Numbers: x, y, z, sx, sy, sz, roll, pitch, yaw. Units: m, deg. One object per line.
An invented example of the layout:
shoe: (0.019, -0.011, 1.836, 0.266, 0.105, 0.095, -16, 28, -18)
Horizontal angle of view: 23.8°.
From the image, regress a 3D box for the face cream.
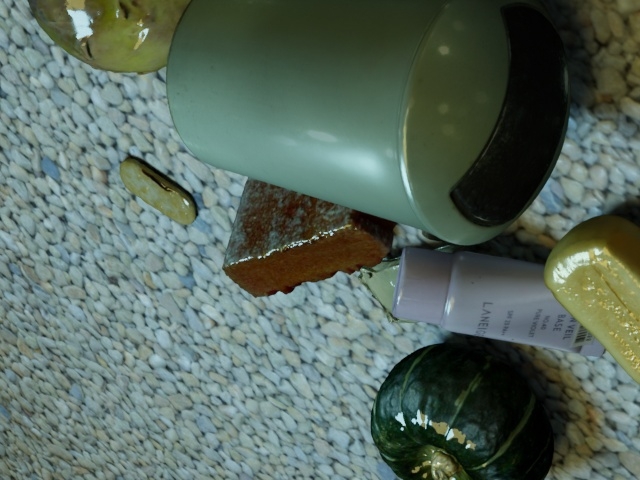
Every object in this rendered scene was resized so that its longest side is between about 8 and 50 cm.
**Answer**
face cream: (0.228, 0.074, 1.857, 0.274, 0.096, 0.154, 10, 136, 1)

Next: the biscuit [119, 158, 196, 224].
biscuit: (-0.245, -0.073, 2.272, 0.147, 0.018, 0.071, 33, 145, 15)

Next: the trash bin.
trash bin: (0.063, -0.162, 1.671, 0.432, 0.280, 0.280, 15, 135, 40)

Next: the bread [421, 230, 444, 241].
bread: (0.151, -0.027, 1.893, 0.109, 0.062, 0.043, 35, 147, 10)

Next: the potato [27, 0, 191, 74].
potato: (-0.243, -0.311, 1.849, 0.301, 0.237, 0.288, -10, 118, 49)

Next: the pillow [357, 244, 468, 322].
pillow: (0.140, 0.061, 1.989, 0.208, 0.053, 0.119, -10, 131, 47)

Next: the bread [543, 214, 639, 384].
bread: (0.363, 0.064, 1.739, 0.217, 0.098, 0.147, 48, 143, -8)

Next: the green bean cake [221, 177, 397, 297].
green bean cake: (-0.004, -0.027, 1.935, 0.233, 0.198, 0.097, 0, 162, 43)

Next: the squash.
squash: (0.190, 0.255, 2.039, 0.252, 0.165, 0.252, 27, 143, 23)
